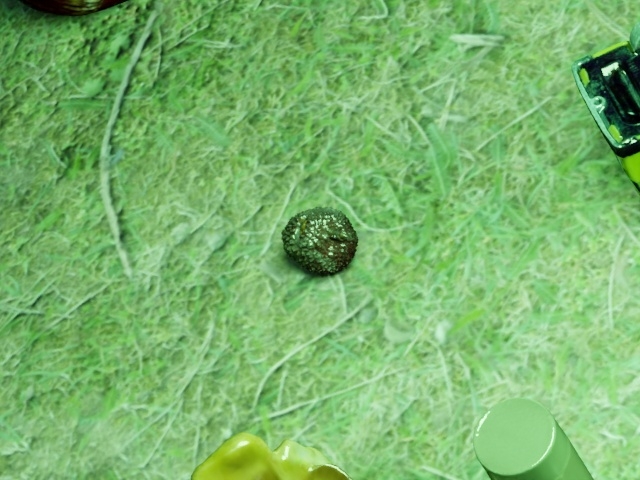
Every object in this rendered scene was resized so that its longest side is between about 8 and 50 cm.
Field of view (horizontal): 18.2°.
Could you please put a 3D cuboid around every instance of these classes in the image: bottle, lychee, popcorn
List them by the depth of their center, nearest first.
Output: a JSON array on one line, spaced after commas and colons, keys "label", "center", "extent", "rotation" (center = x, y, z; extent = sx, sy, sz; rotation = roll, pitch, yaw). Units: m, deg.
[{"label": "bottle", "center": [0.188, 0.205, 1.632], "extent": [0.072, 0.201, 0.072], "rotation": [-13, 54, 18]}, {"label": "popcorn", "center": [-0.066, 0.294, 1.728], "extent": [0.253, 0.190, 0.191], "rotation": [-40, 79, -16]}, {"label": "lychee", "center": [0.000, 0.000, 1.959], "extent": [0.083, 0.068, 0.067], "rotation": [4, 101, 48]}]

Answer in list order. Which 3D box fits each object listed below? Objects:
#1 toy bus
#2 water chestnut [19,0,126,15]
[{"label": "toy bus", "center": [0.375, -0.139, 1.807], "extent": [0.262, 0.150, 0.128], "rotation": [-24, 49, 4]}, {"label": "water chestnut", "center": [-0.272, -0.397, 2.259], "extent": [0.289, 0.244, 0.289], "rotation": [-16, 51, 20]}]
